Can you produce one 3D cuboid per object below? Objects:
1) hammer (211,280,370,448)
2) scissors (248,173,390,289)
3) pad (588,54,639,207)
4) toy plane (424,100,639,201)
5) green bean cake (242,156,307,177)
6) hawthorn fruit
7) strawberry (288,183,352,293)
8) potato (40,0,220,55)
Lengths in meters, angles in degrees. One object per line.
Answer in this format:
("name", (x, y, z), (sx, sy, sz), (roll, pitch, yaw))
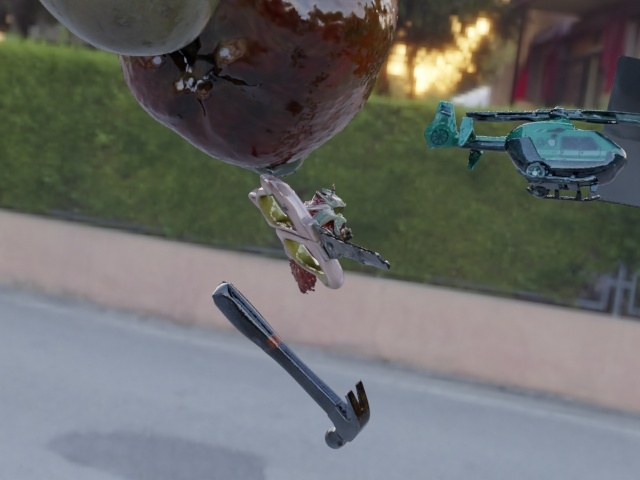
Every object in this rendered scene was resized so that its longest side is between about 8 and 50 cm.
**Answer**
("hammer", (-0.044, 0.165, 1.556), (0.037, 0.290, 0.137), (-42, -4, -37))
("scissors", (0.000, 0.000, 1.198), (0.024, 0.160, 0.317), (-36, 19, -14))
("pad", (0.419, -0.135, 1.415), (0.116, 0.193, 0.004), (13, -2, 12))
("toy plane", (0.216, -0.096, 1.125), (0.235, 0.096, 0.060), (6, -15, 22))
("green bean cake", (-0.071, -0.237, 1.397), (0.156, 0.247, 0.250), (20, -24, 29))
("hawthorn fruit", (-0.049, -0.250, 1.116), (0.285, 0.284, 0.369), (8, 37, 10))
("strawberry", (-0.023, 0.014, 1.931), (0.087, 0.208, 0.167), (17, 33, -16))
("potato", (-0.128, -0.239, 0.658), (0.165, 0.262, 0.165), (-19, 12, 4))
